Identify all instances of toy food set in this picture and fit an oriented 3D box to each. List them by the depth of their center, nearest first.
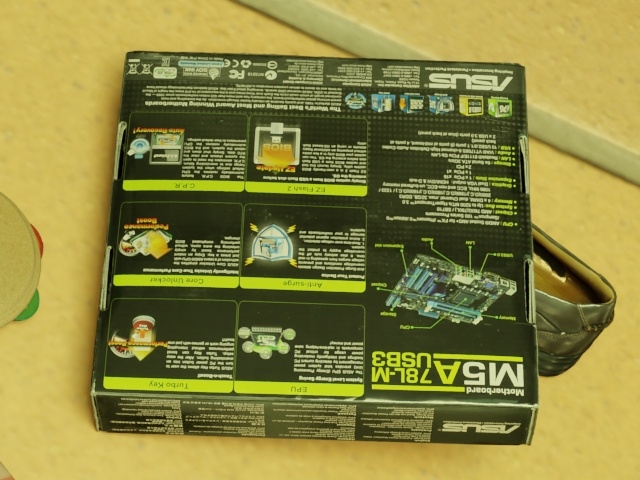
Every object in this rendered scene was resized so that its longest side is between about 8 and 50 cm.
[{"bbox_3d":[-0.158,0.007,0.806,0.083,0.020,0.082,46,52,5],"label":"toy food set"}]

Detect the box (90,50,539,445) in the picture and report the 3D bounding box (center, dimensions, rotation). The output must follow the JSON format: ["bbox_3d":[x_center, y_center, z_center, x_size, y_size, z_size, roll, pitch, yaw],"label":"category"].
[{"bbox_3d":[0.000,0.000,0.836,0.191,0.045,0.184,1,60,-1],"label":"box"}]

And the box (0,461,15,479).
[{"bbox_3d":[-0.211,0.160,0.597,0.257,0.128,0.122,-15,37,-32],"label":"box"}]

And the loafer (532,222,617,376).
[{"bbox_3d":[0.070,-0.007,0.902,0.170,0.061,0.062,35,53,-3],"label":"loafer"}]
